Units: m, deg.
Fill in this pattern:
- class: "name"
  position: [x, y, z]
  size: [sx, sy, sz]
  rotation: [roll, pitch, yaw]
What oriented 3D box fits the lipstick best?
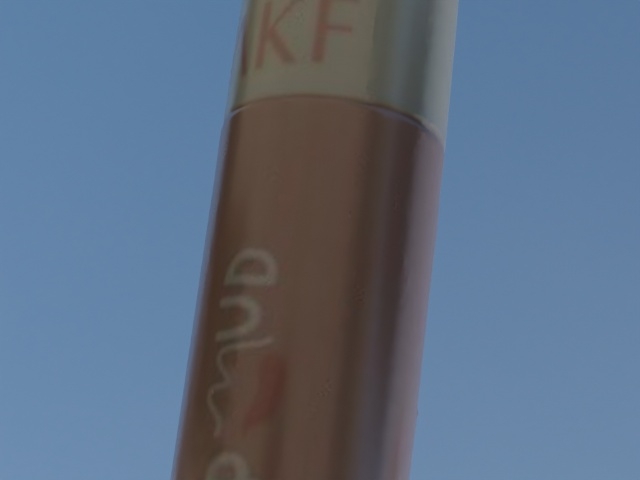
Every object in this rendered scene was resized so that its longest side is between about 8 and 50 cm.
- class: "lipstick"
  position: [0.000, 0.000, 0.545]
  size: [0.070, 0.070, 0.254]
  rotation: [-11, -117, 42]
